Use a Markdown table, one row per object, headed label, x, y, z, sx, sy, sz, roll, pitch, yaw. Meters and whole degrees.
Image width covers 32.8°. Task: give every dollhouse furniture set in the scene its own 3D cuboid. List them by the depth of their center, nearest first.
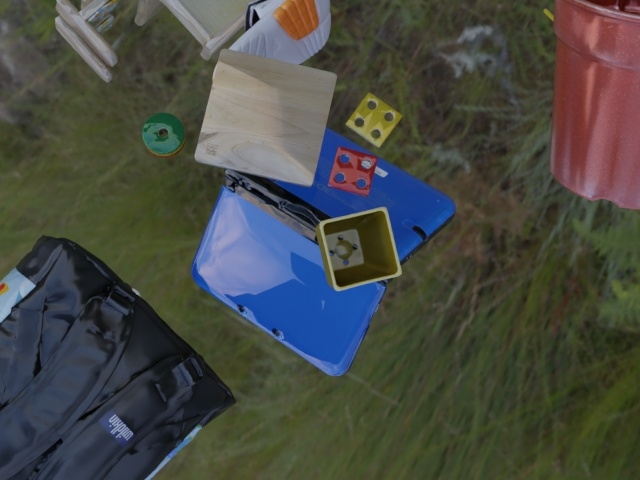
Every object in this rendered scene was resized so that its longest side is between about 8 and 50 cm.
| label | x | y | z | sx | sy | sz | roll | pitch | yaw |
| --- | --- | --- | --- | --- | --- | --- | --- | --- | --- |
| dollhouse furniture set | -0.240 | -0.435 | 1.893 | 0.256 | 0.362 | 0.394 | 48 | 168 | -7 |

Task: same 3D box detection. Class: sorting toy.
| label | x | y | z | sx | sy | sz | roll | pitch | yaw |
| --- | --- | --- | --- | --- | --- | --- | --- | --- | --- |
| sorting toy | -0.051 | -0.130 | 1.214 | 0.274 | 0.132 | 0.046 | 12 | 169 | 0 |

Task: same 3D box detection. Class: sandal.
| label | x | y | z | sx | sy | sz | roll | pitch | yaw |
| --- | --- | --- | --- | --- | --- | --- | --- | --- | --- |
| sandal | -0.077 | -0.269 | 1.431 | 0.076 | 0.265 | 0.102 | 18 | 131 | 29 |

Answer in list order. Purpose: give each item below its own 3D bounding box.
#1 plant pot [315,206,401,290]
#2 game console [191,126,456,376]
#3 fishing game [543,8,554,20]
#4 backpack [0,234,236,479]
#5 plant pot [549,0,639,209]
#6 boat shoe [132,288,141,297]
| label | x | y | z | sx | sy | sz | roll | pitch | yaw |
| --- | --- | --- | --- | --- | --- | --- | --- | --- | --- |
| plant pot | 0.037 | 0.010 | 1.262 | 0.083 | 0.081 | 0.081 | 175 | 82 | -77 |
| game console | 0.000 | 0.000 | 1.529 | 0.293 | 0.250 | 0.173 | 32 | 141 | 24 |
| fishing game | 0.471 | -0.379 | 1.625 | 0.264 | 0.189 | 0.041 | -22 | 131 | 3 |
| backpack | -0.322 | 0.207 | 1.159 | 0.290 | 0.355 | 0.273 | 46 | 156 | -27 |
| plant pot | 0.414 | -0.199 | 1.409 | 0.272 | 0.272 | 0.265 | 17 | 122 | 23 |
| boat shoe | -0.319 | 0.147 | 1.690 | 0.136 | 0.156 | 0.367 | 19 | 148 | 28 |
